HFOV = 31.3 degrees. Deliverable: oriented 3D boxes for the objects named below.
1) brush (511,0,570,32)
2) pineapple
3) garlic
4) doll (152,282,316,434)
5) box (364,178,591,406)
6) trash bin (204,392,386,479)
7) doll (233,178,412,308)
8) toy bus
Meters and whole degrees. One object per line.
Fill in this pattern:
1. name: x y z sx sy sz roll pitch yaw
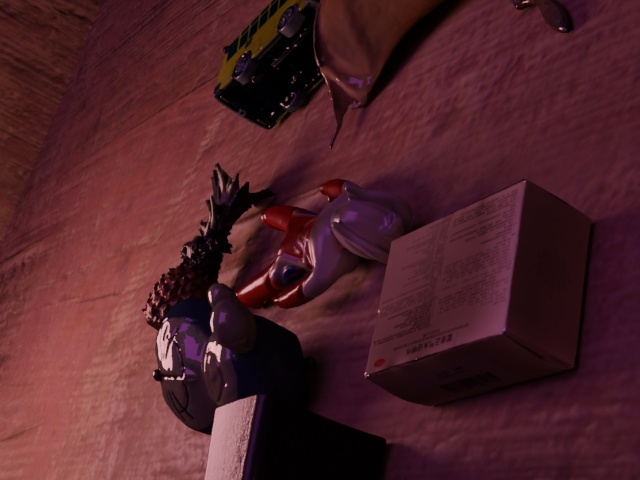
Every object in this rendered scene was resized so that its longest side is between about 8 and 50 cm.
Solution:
1. brush: 0.259 -0.289 1.357 0.070 0.021 0.196 -52 27 23
2. pineapple: -0.171 0.021 1.752 0.277 0.119 0.130 -67 -18 -12
3. garlic: 0.073 -0.316 1.605 0.338 0.151 0.196 -48 41 30
4. doll: -0.125 0.162 1.454 0.258 0.154 0.228 -2 100 49
5. box: 0.152 0.059 1.125 0.212 0.095 0.168 -26 41 52
6. trash bin: -0.039 0.294 1.172 0.115 0.165 0.226 -27 44 49
7. doll: 0.000 0.000 1.479 0.384 0.099 0.188 -16 52 65
8. toy bus: -0.047 -0.309 1.821 0.262 0.128 0.150 -37 34 39
